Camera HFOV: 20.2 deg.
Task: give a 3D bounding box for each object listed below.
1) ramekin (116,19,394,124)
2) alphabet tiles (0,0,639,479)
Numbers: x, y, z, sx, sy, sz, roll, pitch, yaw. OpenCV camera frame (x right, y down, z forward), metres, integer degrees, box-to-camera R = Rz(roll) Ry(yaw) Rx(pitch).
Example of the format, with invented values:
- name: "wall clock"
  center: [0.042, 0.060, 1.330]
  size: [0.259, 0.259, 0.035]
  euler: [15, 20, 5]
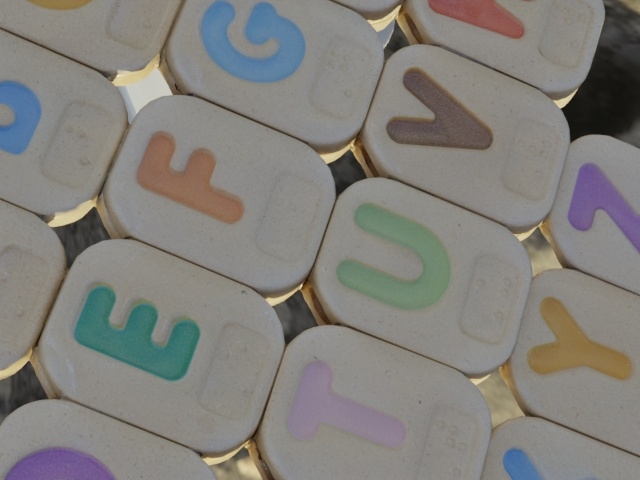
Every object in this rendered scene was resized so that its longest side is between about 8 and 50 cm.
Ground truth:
- name: "ramekin"
  center: [-0.090, -0.188, 1.478]
  size: [0.277, 0.277, 0.135]
  euler: [-26, 115, -4]
- name: "alphabet tiles"
  center: [0.000, 0.000, 0.570]
  size: [0.278, 0.021, 0.284]
  euler: [23, 60, -6]
